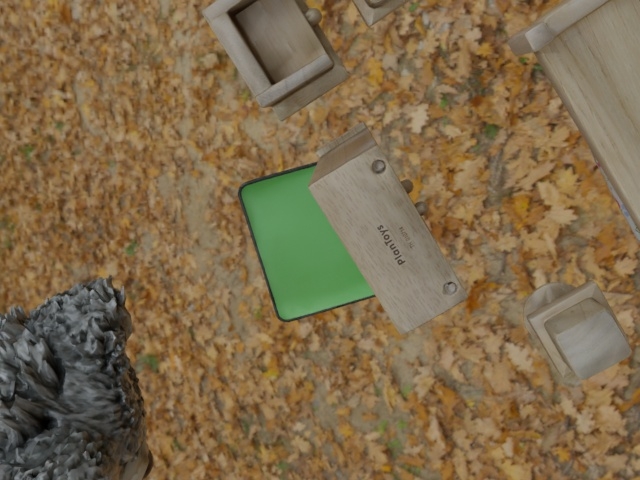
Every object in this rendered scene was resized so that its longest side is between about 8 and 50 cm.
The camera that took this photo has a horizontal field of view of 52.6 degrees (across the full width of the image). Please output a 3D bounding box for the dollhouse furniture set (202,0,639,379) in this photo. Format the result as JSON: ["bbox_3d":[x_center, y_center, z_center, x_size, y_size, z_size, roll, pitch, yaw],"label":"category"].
[{"bbox_3d":[0.162,-0.111,0.417,0.355,0.174,0.303,-32,100,8],"label":"dollhouse furniture set"}]

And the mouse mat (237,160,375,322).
[{"bbox_3d":[0.000,0.000,0.756,0.007,0.153,0.189,-110,5,-64],"label":"mouse mat"}]

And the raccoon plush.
[{"bbox_3d":[-0.321,0.135,0.380,0.299,0.446,0.216,-34,64,38],"label":"raccoon plush"}]
